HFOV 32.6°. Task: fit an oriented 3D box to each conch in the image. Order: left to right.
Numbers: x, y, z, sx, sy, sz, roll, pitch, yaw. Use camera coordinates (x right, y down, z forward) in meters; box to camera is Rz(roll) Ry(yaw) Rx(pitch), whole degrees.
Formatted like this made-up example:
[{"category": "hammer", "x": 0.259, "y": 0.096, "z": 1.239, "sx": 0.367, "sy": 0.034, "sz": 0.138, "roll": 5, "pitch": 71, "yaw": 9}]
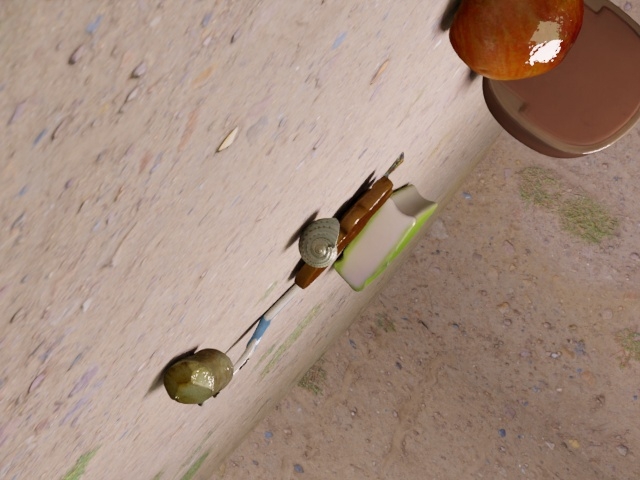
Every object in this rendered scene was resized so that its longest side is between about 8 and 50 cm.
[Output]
[{"category": "conch", "x": -0.003, "y": -0.001, "z": 1.598, "sx": 0.076, "sy": 0.056, "sz": 0.085, "roll": -69, "pitch": -159, "yaw": 8}]

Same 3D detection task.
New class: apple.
[{"category": "apple", "x": 0.258, "y": -0.299, "z": 1.420, "sx": 0.195, "sy": 0.160, "sz": 0.173, "roll": -54, "pitch": 154, "yaw": -34}]

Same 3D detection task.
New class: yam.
[{"category": "yam", "x": -0.163, "y": 0.186, "z": 1.483, "sx": 0.070, "sy": 0.069, "sz": 0.146, "roll": -52, "pitch": 174, "yaw": 10}]

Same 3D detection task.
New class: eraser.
[{"category": "eraser", "x": 0.139, "y": -0.008, "z": 2.313, "sx": 0.210, "sy": 0.092, "sz": 0.274, "roll": -53, "pitch": 174, "yaw": 18}]

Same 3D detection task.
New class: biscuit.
[{"category": "biscuit", "x": 0.038, "y": -0.014, "z": 1.847, "sx": 0.236, "sy": 0.039, "sz": 0.180, "roll": -50, "pitch": 175, "yaw": -5}]

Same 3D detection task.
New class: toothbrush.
[{"category": "toothbrush", "x": -0.098, "y": 0.153, "z": 1.848, "sx": 0.386, "sy": 0.040, "sz": 0.040, "roll": -45, "pitch": 170, "yaw": -43}]

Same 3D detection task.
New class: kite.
[{"category": "kite", "x": 0.133, "y": -0.130, "z": 1.987, "sx": 0.122, "sy": 0.004, "sz": 0.090, "roll": -42, "pitch": 168, "yaw": -51}]

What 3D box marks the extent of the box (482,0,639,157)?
[{"category": "box", "x": 0.435, "y": -0.292, "z": 1.999, "sx": 0.301, "sy": 0.301, "sz": 0.216, "roll": -50, "pitch": -179, "yaw": -4}]
